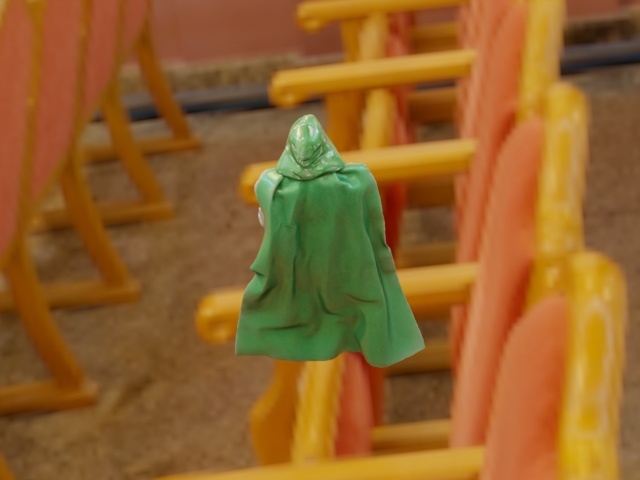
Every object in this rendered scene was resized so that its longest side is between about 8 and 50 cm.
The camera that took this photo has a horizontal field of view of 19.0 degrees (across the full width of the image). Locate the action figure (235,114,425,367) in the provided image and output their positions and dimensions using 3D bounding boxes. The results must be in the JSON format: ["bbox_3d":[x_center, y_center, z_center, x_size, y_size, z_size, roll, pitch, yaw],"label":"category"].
[{"bbox_3d":[0.000,0.000,1.300,0.137,0.232,0.063,-5,52,0],"label":"action figure"}]
